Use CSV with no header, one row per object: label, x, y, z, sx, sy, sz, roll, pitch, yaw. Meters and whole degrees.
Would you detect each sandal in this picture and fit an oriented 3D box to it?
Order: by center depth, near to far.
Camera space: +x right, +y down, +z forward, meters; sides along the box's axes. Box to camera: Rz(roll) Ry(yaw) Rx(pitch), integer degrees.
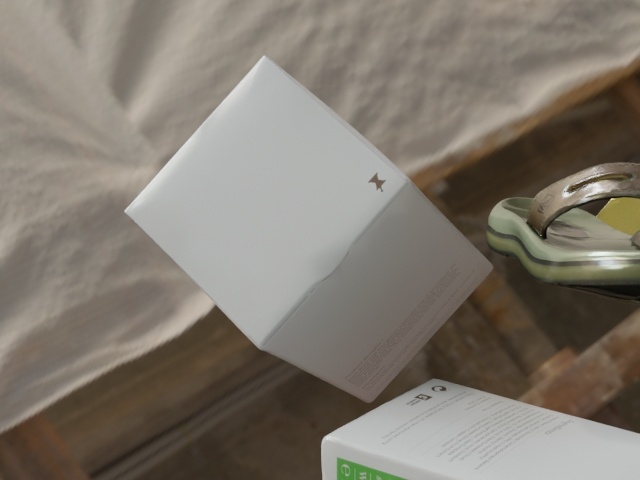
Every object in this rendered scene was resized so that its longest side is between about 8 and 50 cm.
sandal,0.184,-0.010,1.055,0.120,0.303,0.086,13,-83,-18

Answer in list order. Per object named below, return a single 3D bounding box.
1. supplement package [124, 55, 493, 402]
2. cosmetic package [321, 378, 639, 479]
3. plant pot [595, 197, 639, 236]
supplement package,0.000,0.000,1.422,0.175,0.177,0.293,43,-178,23
cosmetic package,0.189,0.242,1.173,0.155,0.365,0.197,-21,-65,-48
plant pot,0.306,0.000,1.525,0.083,0.081,0.081,40,-178,35
